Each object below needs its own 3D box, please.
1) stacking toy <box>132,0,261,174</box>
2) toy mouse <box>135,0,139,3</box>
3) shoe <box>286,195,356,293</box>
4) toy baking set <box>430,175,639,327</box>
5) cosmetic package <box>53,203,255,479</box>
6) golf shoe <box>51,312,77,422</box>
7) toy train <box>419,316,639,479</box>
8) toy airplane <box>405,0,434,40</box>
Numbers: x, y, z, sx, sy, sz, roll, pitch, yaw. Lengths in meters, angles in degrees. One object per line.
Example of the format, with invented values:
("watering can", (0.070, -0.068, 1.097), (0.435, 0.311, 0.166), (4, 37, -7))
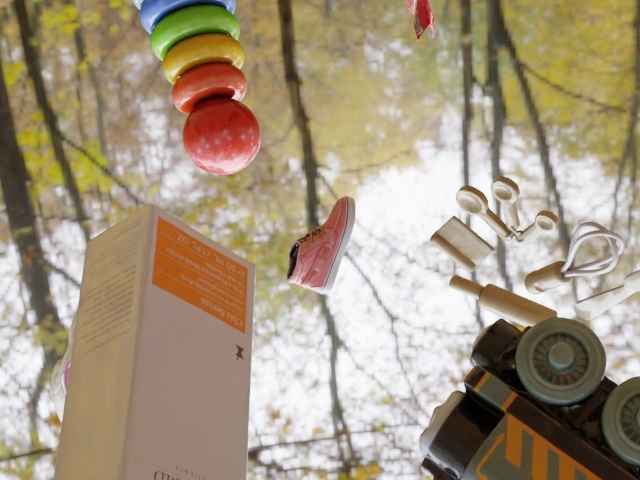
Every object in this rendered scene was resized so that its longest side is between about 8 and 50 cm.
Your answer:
("stacking toy", (-0.143, -0.234, 1.391), (0.141, 0.330, 0.141), (-15, 164, -4))
("toy mouse", (-0.210, -0.311, 1.066), (0.031, 0.161, 0.143), (-32, -127, 2))
("shoe", (0.000, 0.000, 2.069), (0.081, 0.177, 0.063), (17, 179, -21))
("toy baking set", (0.228, 0.031, 1.235), (0.256, 0.196, 0.030), (26, -124, 18))
("cosmetic package", (-0.233, 0.200, 1.741), (0.162, 0.230, 0.453), (-28, -133, 33))
("golf shoe", (-0.418, 0.255, 2.078), (0.115, 0.306, 0.140), (12, -139, -7))
("toy train", (0.245, 0.210, 1.020), (0.334, 0.142, 0.190), (35, -101, 19))
("toy airplane", (0.124, -0.326, 1.543), (0.028, 0.151, 0.151), (-11, -156, 3))
